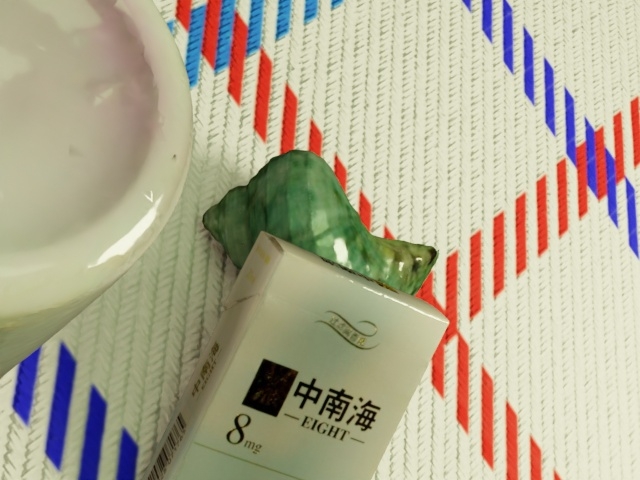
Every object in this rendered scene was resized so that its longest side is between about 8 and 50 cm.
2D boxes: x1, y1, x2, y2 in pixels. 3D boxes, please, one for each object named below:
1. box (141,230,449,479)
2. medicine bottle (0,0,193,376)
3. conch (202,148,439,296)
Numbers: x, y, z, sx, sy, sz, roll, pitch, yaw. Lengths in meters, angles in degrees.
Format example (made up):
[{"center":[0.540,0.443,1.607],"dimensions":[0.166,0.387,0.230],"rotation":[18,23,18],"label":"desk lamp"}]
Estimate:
[{"center":[-0.024,0.133,0.832],"dimensions":[0.155,0.067,0.242],"rotation":[25,95,-24],"label":"box"},{"center":[-0.241,-0.015,0.628],"dimensions":[0.219,0.388,0.219],"rotation":[10,68,-27],"label":"medicine bottle"},{"center":[0.001,0.004,0.933],"dimensions":[0.188,0.122,0.176],"rotation":[40,13,-4],"label":"conch"}]
